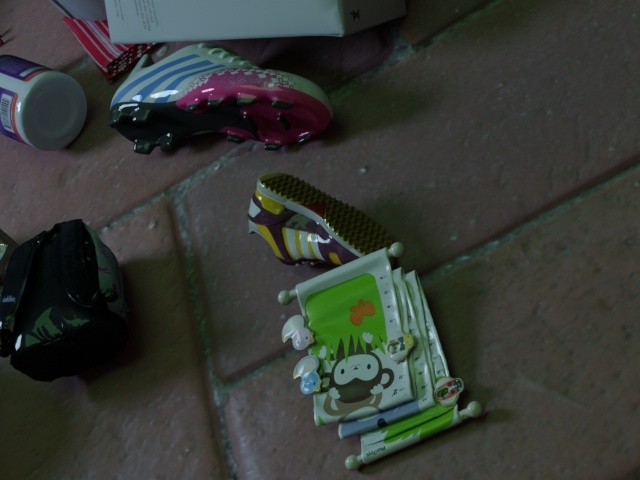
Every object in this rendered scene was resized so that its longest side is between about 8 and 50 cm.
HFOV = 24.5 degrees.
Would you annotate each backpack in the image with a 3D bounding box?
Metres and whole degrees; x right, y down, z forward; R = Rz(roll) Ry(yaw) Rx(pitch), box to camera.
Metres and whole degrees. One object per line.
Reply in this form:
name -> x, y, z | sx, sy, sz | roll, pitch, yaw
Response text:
backpack -> -0.293, 0.067, 1.712 | 0.152, 0.115, 0.182 | -18, 46, 6

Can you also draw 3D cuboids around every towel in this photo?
towel -> -0.227, -0.357, 2.065 | 0.275, 0.031, 0.199 | -40, 43, 1

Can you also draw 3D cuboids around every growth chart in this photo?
growth chart -> 0.049, 0.115, 1.483 | 0.172, 0.021, 0.237 | -31, 55, 13

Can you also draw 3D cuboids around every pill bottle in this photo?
pill bottle -> -0.413, -0.194, 2.005 | 0.193, 0.108, 0.108 | 22, 71, 43

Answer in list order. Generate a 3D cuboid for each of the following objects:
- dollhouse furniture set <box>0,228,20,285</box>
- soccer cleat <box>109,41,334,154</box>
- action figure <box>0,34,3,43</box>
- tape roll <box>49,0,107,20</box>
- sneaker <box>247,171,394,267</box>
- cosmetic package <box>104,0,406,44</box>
dollhouse furniture set -> -0.532, 0.056, 1.849 | 0.242, 0.161, 0.212 | 4, 59, 37
soccer cleat -> -0.119, -0.190, 1.794 | 0.331, 0.116, 0.143 | 0, 57, 35
action figure -> -0.529, -0.275, 2.209 | 0.115, 0.030, 0.038 | -38, 49, 6
tape roll -> -0.321, -0.446, 2.021 | 0.246, 0.169, 0.246 | -10, 65, 22
sneaker -> 0.000, 0.000, 1.606 | 0.185, 0.084, 0.069 | 35, 35, 27
cosmetic package -> -0.093, -0.349, 1.812 | 0.366, 0.197, 0.155 | 4, 18, 34
